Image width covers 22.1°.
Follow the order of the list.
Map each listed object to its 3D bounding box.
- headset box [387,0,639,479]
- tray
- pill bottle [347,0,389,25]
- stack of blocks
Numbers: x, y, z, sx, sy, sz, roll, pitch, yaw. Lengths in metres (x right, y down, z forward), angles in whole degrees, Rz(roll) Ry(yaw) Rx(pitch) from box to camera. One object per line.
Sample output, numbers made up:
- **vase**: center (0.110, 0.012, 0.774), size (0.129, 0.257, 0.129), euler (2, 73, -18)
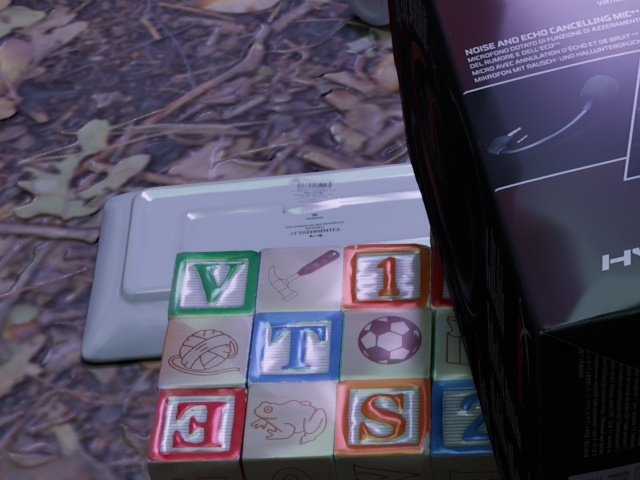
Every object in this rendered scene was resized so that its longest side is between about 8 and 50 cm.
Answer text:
- **headset box**: center (0.101, -0.031, 0.656), size (0.110, 0.218, 0.293), euler (-12, 51, -1)
- **tray**: center (0.000, 0.000, 0.938), size (0.270, 0.030, 0.145), euler (-5, 39, 4)
- **pill bottle**: center (0.056, -0.187, 1.136), size (0.043, 0.043, 0.083), euler (21, 48, 30)
- **stack of blocks**: center (0.077, 0.060, 0.795), size (0.297, 0.087, 0.171), euler (-3, 46, 6)
